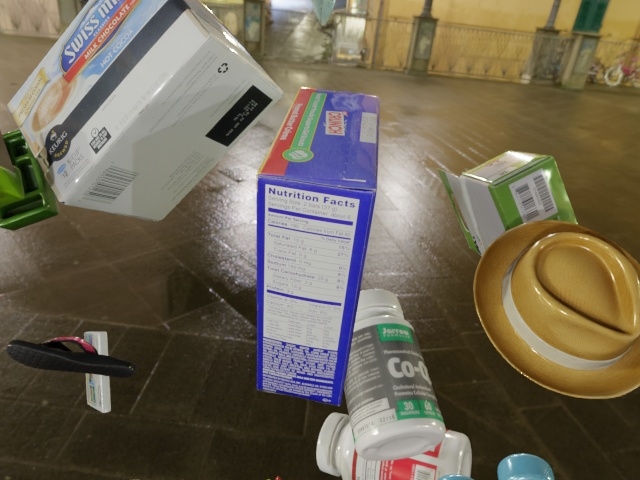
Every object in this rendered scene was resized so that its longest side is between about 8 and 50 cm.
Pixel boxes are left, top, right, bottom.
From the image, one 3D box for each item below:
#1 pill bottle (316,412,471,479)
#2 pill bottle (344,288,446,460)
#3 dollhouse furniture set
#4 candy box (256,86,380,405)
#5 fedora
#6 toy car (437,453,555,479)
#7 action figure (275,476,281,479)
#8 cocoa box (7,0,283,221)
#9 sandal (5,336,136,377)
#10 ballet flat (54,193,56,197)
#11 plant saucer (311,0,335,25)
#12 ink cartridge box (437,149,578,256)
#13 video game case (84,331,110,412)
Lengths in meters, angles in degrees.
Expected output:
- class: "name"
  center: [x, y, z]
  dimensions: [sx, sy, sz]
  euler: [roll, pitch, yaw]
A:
- class: "pill bottle"
  center: [0.205, 0.628, 1.315]
  dimensions: [0.407, 0.229, 0.229]
  euler: [3, 24, 29]
- class: "pill bottle"
  center: [0.149, 0.311, 1.102]
  dimensions: [0.204, 0.204, 0.361]
  euler: [0, 48, -13]
- class: "dollhouse furniture set"
  center: [-0.602, -0.077, 0.689]
  dimensions: [0.301, 0.151, 0.197]
  euler: [-21, -7, -5]
- class: "candy box"
  center: [0.000, 0.000, 0.596]
  dimensions: [0.122, 0.317, 0.268]
  euler: [9, 35, 3]
- class: "fedora"
  center: [0.253, 0.054, 0.455]
  dimensions: [0.194, 0.079, 0.194]
  euler: [-4, 66, 9]
- class: "toy car"
  center: [0.278, 0.456, 0.595]
  dimensions: [0.238, 0.210, 0.219]
  euler: [47, 28, -15]
- class: "action figure"
  center: [-0.175, 0.653, 1.146]
  dimensions: [0.091, 0.139, 0.280]
  euler: [9, 10, 35]
- class: "cocoa box"
  center: [-0.290, -0.238, 0.777]
  dimensions: [0.228, 0.347, 0.231]
  euler: [52, 14, 17]
- class: "sandal"
  center: [-0.359, 0.167, 0.672]
  dimensions: [0.179, 0.067, 0.040]
  euler: [25, 48, -38]
- class: "ballet flat"
  center: [-0.590, -0.141, 0.959]
  dimensions: [0.070, 0.070, 0.188]
  euler: [15, -8, 16]
- class: "plant saucer"
  center: [0.016, -0.432, 0.694]
  dimensions: [0.037, 0.195, 0.195]
  euler: [20, 29, 0]
- class: "ink cartridge box"
  center: [0.307, -0.050, 0.774]
  dimensions: [0.097, 0.189, 0.255]
  euler: [-27, 16, 3]
- class: "video game case"
  center: [-0.470, 0.271, 0.963]
  dimensions: [0.019, 0.157, 0.143]
  euler: [-1, -8, -38]
